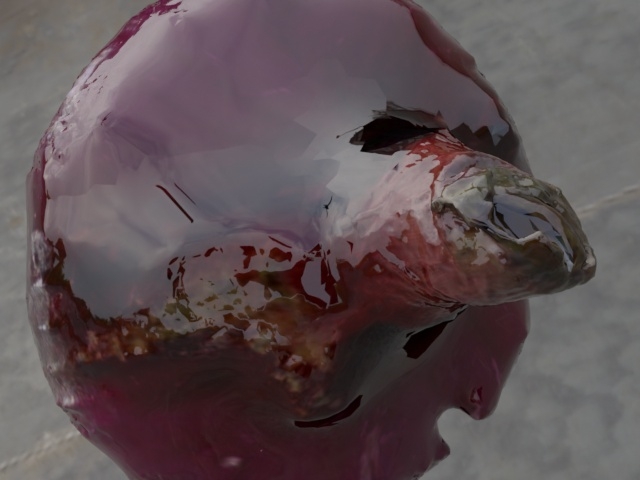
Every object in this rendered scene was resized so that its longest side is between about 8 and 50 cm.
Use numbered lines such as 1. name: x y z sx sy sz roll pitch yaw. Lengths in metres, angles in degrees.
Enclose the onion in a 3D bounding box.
1. onion: 0.000 0.000 0.702 0.398 0.398 0.420 -39 10 -15
